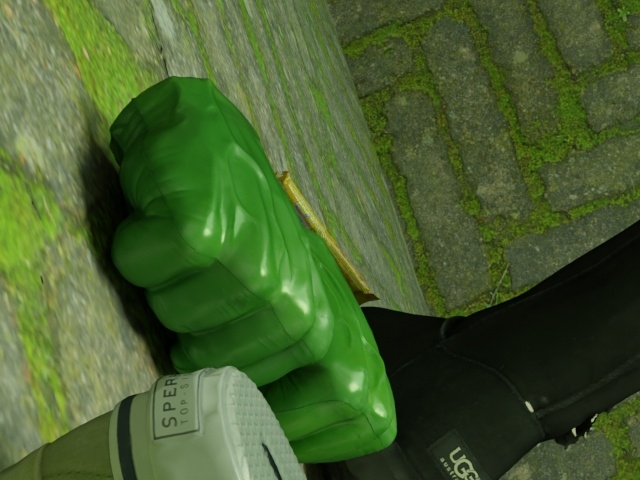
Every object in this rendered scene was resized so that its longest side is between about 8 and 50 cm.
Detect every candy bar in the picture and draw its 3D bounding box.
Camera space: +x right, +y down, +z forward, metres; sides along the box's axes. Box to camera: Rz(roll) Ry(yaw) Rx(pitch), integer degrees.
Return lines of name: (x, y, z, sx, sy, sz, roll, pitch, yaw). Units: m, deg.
candy bar: (0.000, 0.000, 1.142, 0.018, 0.040, 0.161, -46, 108, -34)

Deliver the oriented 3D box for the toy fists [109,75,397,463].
toy fists: (-0.033, 0.039, 0.678, 0.142, 0.096, 0.279, 64, 3, 38)

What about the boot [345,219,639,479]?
boot: (0.219, 0.043, 1.000, 0.146, 0.445, 0.367, 54, 3, -16)

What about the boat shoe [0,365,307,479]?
boat shoe: (-0.015, 0.185, 0.408, 0.109, 0.094, 0.302, -69, 138, -75)
